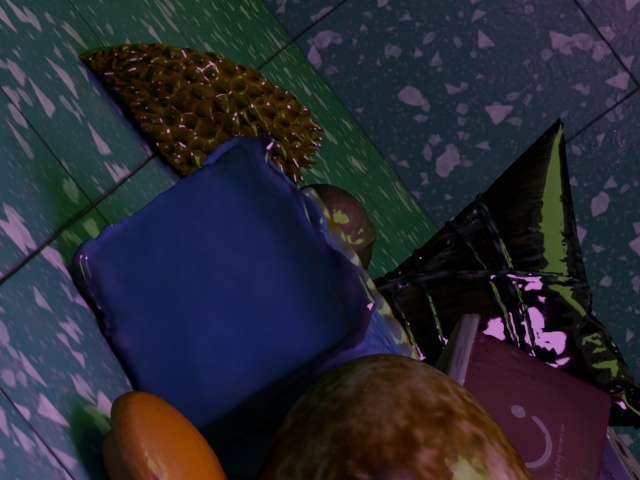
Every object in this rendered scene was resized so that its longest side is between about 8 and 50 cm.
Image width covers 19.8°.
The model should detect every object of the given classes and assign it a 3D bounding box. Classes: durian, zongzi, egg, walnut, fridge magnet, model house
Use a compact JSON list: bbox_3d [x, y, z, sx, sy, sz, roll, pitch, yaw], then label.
[{"bbox_3d":[-0.120,-0.148,2.186,0.169,0.158,0.352,46,7,40],"label":"durian"},{"bbox_3d":[0.177,0.046,2.110,0.319,0.383,0.362,32,54,-71],"label":"zongzi"},{"bbox_3d":[0.056,0.225,1.406,0.238,0.238,0.289,34,45,-61],"label":"egg"},{"bbox_3d":[0.001,0.000,2.263,0.140,0.140,0.162,51,0,-13],"label":"walnut"},{"bbox_3d":[-0.112,0.176,1.371,0.143,0.063,0.143,50,12,-15],"label":"fridge magnet"},{"bbox_3d":[-0.038,0.085,1.630,0.237,0.215,0.303,58,6,27],"label":"model house"}]

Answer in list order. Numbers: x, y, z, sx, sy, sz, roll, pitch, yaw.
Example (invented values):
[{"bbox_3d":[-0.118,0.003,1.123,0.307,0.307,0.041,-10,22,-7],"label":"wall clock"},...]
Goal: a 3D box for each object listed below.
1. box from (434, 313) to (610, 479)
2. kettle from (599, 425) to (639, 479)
[{"bbox_3d":[0.151,0.233,1.677,0.167,0.193,0.294,24,39,-2],"label":"box"},{"bbox_3d":[0.242,0.307,2.009,0.160,0.243,0.210,41,18,-55],"label":"kettle"}]
